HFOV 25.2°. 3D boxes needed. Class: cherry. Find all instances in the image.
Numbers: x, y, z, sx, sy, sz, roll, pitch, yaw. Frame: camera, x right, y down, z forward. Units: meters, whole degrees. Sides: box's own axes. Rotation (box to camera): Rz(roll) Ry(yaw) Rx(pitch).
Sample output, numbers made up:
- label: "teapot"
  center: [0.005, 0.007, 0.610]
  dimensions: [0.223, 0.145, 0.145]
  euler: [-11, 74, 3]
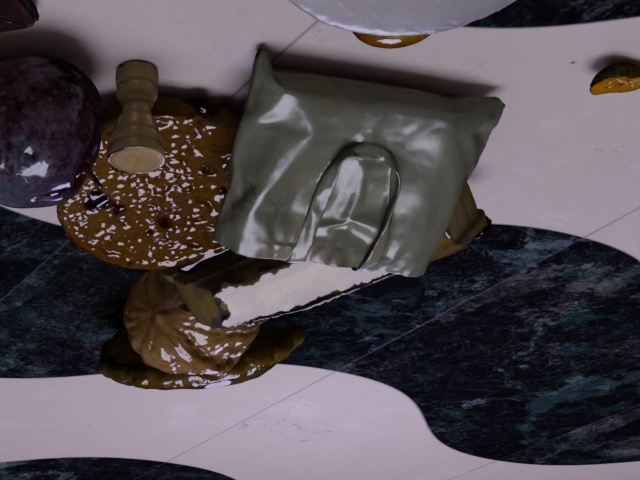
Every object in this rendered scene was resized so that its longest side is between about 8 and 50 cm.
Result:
- label: "cherry"
  center: [-0.337, -0.123, 1.606]
  dimensions: [0.195, 0.195, 0.195]
  euler: [-2, 155, -1]

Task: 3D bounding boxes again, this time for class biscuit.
- label: "biscuit"
  center: [-0.209, 0.184, 2.315]
  dimensions: [0.335, 0.078, 0.329]
  euler: [4, -169, 42]
- label: "biscuit"
  center: [-0.197, -0.074, 1.799]
  dimensions: [0.295, 0.075, 0.296]
  euler: [-8, 138, -7]

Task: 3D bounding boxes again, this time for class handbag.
- label: "handbag"
  center: [0.040, -0.085, 1.721]
  dimensions: [0.315, 0.109, 0.253]
  euler: [8, 114, -23]

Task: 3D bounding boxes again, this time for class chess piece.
- label: "chess piece"
  center: [-0.212, -0.143, 1.637]
  dimensions: [0.066, 0.122, 0.066]
  euler: [-4, 155, -2]

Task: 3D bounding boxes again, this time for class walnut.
- label: "walnut"
  center: [-0.186, 0.104, 2.082]
  dimensions: [0.213, 0.213, 0.213]
  euler: [-2, 155, -1]

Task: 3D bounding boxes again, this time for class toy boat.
- label: "toy boat"
  center: [0.000, 0.000, 1.915]
  dimensions: [0.445, 0.162, 0.136]
  euler: [-21, 119, 7]

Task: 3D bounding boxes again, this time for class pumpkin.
- label: "pumpkin"
  center: [0.354, -0.194, 1.694]
  dimensions: [0.083, 0.028, 0.050]
  euler: [1, 158, -28]

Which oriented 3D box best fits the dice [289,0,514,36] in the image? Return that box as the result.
- label: "dice"
  center: [0.058, -0.330, 1.108]
  dimensions: [0.243, 0.251, 0.259]
  euler: [-17, 151, 33]

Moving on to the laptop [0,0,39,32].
- label: "laptop"
  center: [-0.399, -0.272, 1.460]
  dimensions: [0.153, 0.026, 0.207]
  euler: [-7, 154, 14]

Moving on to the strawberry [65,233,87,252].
- label: "strawberry"
  center: [-0.295, -0.032, 1.921]
  dimensions: [0.106, 0.106, 0.106]
  euler: [-2, 155, -1]

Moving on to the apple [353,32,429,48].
- label: "apple"
  center: [0.078, -0.246, 1.473]
  dimensions: [0.102, 0.099, 0.114]
  euler: [-1, 152, -10]
